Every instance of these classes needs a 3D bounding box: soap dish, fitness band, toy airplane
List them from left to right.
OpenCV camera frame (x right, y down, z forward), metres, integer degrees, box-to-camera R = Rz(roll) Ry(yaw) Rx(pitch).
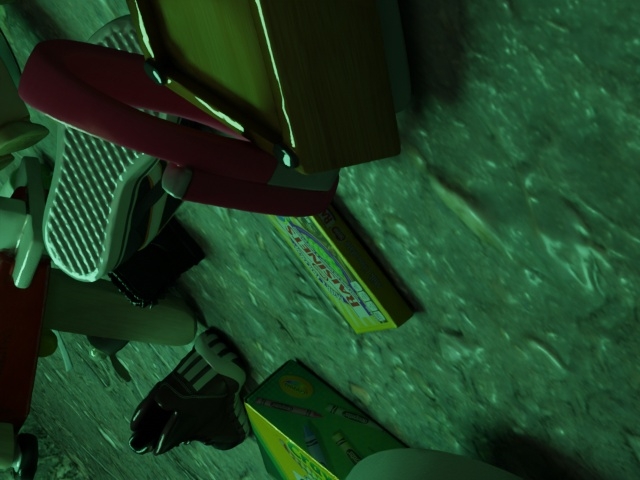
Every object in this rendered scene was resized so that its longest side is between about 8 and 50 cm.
[{"bbox_3d":[-0.393,0.072,1.925,0.386,0.384,0.272,58,177,-28],"label":"toy airplane"},{"bbox_3d":[-0.106,-0.090,1.285,0.291,0.054,0.209,9,-159,-47],"label":"fitness band"},{"bbox_3d":[-0.056,-0.197,1.151,0.229,0.118,0.291,35,154,34],"label":"soap dish"}]

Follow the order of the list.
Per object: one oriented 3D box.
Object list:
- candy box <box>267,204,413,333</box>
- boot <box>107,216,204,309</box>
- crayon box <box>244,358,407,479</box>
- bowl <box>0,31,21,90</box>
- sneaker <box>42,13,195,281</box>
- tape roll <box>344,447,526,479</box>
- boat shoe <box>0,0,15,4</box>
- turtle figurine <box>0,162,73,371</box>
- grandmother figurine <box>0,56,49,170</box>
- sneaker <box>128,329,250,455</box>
[{"bbox_3d":[0.000,0.000,1.503,0.206,0.027,0.105,53,162,-7],"label":"candy box"},{"bbox_3d":[-0.204,0.013,1.830,0.121,0.099,0.045,47,158,7],"label":"boot"},{"bbox_3d":[0.045,0.275,1.805,0.278,0.081,0.165,36,155,32],"label":"crayon box"},{"bbox_3d":[-0.524,-0.241,1.953,0.311,0.163,0.311,40,157,21],"label":"bowl"},{"bbox_3d":[-0.186,-0.107,1.585,0.126,0.127,0.321,38,132,13],"label":"sneaker"},{"bbox_3d":[0.172,0.358,1.575,0.392,0.072,0.392,25,146,18],"label":"tape roll"},{"bbox_3d":[-0.324,-0.298,1.609,0.178,0.064,0.060,115,144,-66],"label":"boat shoe"},{"bbox_3d":[-0.396,0.011,2.171,0.275,0.197,0.266,23,144,-25],"label":"turtle figurine"},{"bbox_3d":[-0.425,-0.245,1.766,0.342,0.208,0.104,60,-160,5],"label":"grandmother figurine"},{"bbox_3d":[-0.182,0.232,2.071,0.106,0.162,0.281,41,157,21],"label":"sneaker"}]
